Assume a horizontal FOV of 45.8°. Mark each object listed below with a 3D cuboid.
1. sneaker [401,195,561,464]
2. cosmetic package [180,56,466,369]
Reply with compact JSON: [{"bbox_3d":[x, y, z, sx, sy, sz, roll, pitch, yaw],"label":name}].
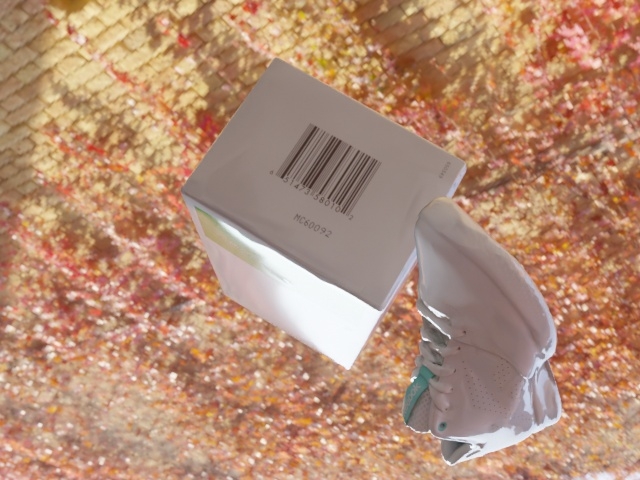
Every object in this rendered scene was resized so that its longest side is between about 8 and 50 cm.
[{"bbox_3d":[0.082,0.071,0.445,0.094,0.212,0.080,-33,-139,-6],"label":"sneaker"},{"bbox_3d":[0.000,0.000,0.774,0.197,0.365,0.155,30,-106,8],"label":"cosmetic package"}]
